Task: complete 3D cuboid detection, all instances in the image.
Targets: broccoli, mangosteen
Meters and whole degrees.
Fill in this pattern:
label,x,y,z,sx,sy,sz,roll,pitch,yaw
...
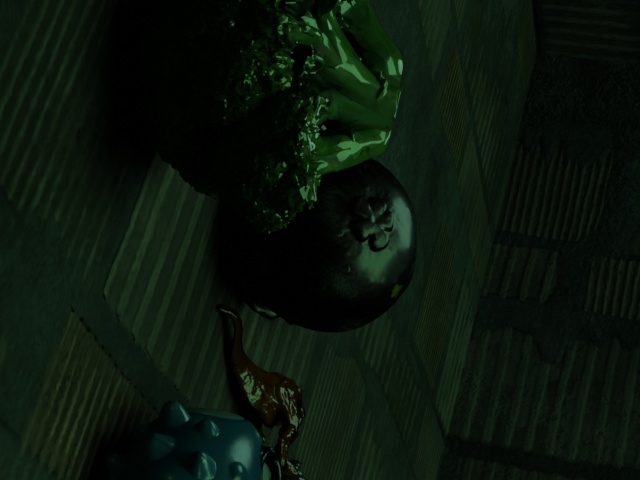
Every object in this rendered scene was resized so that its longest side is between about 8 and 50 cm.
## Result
label,x,y,z,sx,sy,sz,roll,pitch,yaw
broccoli,-0.059,-0.212,1.631,0.413,0.309,0.321,-93,170,-60
mangosteen,0.000,0.000,2.030,0.288,0.288,0.288,9,90,-73

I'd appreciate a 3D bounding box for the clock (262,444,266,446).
label,x,y,z,sx,sy,sz,roll,pitch,yaw
clock,-0.148,0.370,1.886,0.236,0.053,0.236,-46,-158,25

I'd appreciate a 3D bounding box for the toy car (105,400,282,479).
label,x,y,z,sx,sy,sz,roll,pitch,yaw
toy car,-0.169,0.295,1.723,0.255,0.188,0.190,-62,143,-54

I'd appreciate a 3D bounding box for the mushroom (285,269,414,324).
label,x,y,z,sx,sy,sz,roll,pitch,yaw
mushroom,0.037,-0.009,2.273,0.254,0.267,0.267,-9,111,-37

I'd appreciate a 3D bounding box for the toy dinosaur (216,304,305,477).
label,x,y,z,sx,sy,sz,roll,pitch,yaw
toy dinosaur,-0.080,0.264,2.157,0.432,0.097,0.208,67,21,-66

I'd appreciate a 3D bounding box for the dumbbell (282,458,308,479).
label,x,y,z,sx,sy,sz,roll,pitch,yaw
dumbbell,-0.083,0.473,2.258,0.110,0.110,0.255,63,45,-63
